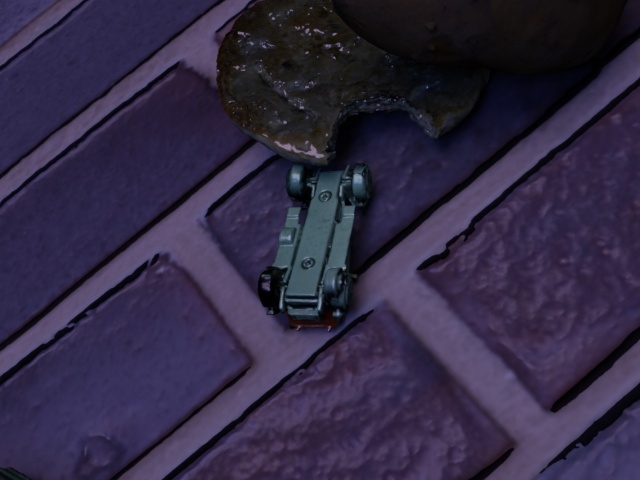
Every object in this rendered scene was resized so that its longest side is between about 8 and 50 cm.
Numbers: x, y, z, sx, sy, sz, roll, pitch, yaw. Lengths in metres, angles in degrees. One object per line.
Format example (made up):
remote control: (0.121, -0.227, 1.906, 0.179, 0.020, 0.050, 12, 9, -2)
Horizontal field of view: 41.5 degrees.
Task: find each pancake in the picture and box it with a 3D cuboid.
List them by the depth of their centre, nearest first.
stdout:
pancake: (0.028, -0.162, 0.741, 0.253, 0.037, 0.254, -5, 51, 6)

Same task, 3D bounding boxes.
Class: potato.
potato: (0.125, -0.199, 0.631, 0.262, 0.165, 0.165, -12, 48, -32)

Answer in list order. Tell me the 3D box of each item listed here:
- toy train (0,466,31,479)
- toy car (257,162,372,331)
toy train: (-0.185, 0.235, 0.530, 0.330, 0.178, 0.139, 18, 70, 28)
toy car: (0.000, 0.000, 0.668, 0.073, 0.054, 0.143, -2, 54, 19)
